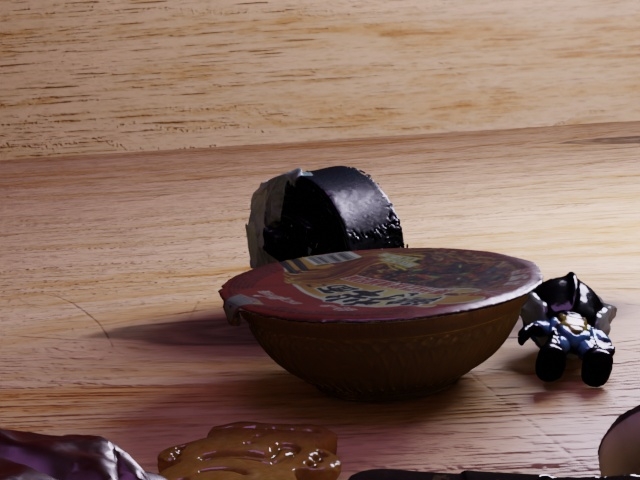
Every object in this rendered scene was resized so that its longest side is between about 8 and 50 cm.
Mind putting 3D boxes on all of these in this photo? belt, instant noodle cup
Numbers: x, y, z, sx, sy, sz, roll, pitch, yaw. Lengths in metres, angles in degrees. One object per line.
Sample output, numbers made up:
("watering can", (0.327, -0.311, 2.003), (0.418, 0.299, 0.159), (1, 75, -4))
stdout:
("belt", (0.000, 0.000, 1.491), (0.078, 0.151, 0.198), (-12, 12, -32))
("instant noodle cup", (0.051, 0.073, 1.270), (0.274, 0.090, 0.274), (-3, 11, 1))

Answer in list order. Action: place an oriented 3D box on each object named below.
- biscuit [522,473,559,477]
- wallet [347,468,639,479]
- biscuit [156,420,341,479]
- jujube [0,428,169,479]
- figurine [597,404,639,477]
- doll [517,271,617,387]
("biscuit", (0.085, 0.185, 0.705), (0.221, 0.066, 0.220), (-10, 22, 4))
("wallet", (0.079, 0.135, 0.721), (0.157, 0.018, 0.082), (0, 26, 21))
("biscuit", (-0.059, 0.159, 1.056), (0.133, 0.027, 0.184), (5, 15, 30))
("jujube", (-0.118, 0.178, 0.532), (0.213, 0.212, 0.232), (-3, 13, 6))
("figurine", (0.272, 0.157, 0.833), (0.250, 0.166, 0.141), (-25, 38, 32))
("doll", (0.209, 0.067, 1.305), (0.096, 0.070, 0.195), (12, 19, 0))
